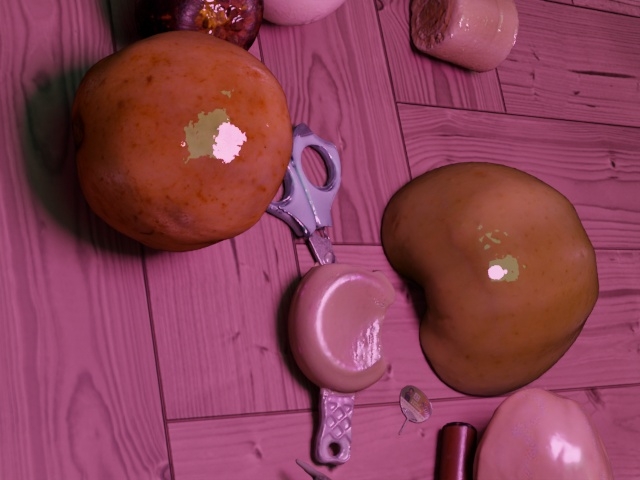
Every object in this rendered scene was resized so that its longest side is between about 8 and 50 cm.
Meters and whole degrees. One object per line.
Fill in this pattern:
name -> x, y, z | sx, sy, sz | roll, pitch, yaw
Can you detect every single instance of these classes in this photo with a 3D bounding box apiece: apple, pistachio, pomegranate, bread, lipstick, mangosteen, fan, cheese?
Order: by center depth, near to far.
pomegranate -> -0.185, -0.132, 1.564 | 0.307, 0.307, 0.307 | 14, 64, -30
cheese -> 0.029, 0.173, 1.702 | 0.163, 0.082, 0.286 | 8, 79, -24
mangosteen -> -0.184, -0.344, 1.720 | 0.192, 0.192, 0.217 | 4, 31, -34
lipstick -> 0.188, 0.435, 1.721 | 0.057, 0.057, 0.357 | 22, 60, -27
pistachio -> 0.330, 0.378, 1.755 | 0.226, 0.207, 0.332 | -10, 95, -27
fan -> 0.134, 0.248, 1.793 | 0.080, 0.003, 0.060 | -21, 84, -39
apple -> 0.283, 0.043, 1.930 | 0.360, 0.311, 0.320 | -16, 126, -37
bread -> 0.244, -0.372, 2.042 | 0.141, 0.134, 0.148 | 13, 51, -31

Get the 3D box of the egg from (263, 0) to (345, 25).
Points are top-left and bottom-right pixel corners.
egg -> -0.068, -0.447, 1.841 | 0.264, 0.174, 0.286 | -13, 56, -40

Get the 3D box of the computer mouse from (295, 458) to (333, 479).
computer mouse -> 0.072, 0.460, 1.600 | 0.199, 0.115, 0.389 | -35, 80, -29

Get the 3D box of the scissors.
scissors -> 0.001, 0.000, 1.785 | 0.191, 0.029, 0.360 | -18, 82, -40
